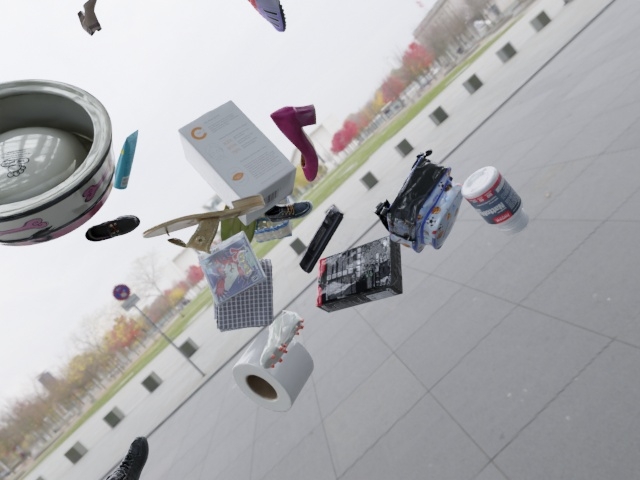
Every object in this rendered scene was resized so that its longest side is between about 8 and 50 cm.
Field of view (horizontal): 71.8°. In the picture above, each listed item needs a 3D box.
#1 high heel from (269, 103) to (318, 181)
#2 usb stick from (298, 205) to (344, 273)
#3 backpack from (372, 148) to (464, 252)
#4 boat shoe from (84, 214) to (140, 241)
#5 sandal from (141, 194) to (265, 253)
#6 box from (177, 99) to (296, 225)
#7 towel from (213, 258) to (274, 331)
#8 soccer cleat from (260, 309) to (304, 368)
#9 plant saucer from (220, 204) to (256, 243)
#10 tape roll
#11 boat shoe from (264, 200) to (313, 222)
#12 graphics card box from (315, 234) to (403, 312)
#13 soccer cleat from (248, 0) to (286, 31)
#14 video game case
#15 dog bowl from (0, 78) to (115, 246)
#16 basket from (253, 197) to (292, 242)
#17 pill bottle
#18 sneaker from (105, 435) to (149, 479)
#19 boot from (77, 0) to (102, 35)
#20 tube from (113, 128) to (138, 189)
[{"bbox_3d":[-0.068,-0.249,1.186,0.117,0.082,0.244,-13,-37,-11],"label":"high heel"},{"bbox_3d":[0.000,0.000,1.689,0.077,0.045,0.278,46,114,43],"label":"usb stick"},{"bbox_3d":[0.319,-0.092,1.376,0.276,0.213,0.263,-50,-19,-16],"label":"backpack"},{"bbox_3d":[-0.513,-0.028,1.093,0.133,0.049,0.042,-15,21,-2],"label":"boat shoe"},{"bbox_3d":[-0.214,-0.015,0.852,0.240,0.079,0.088,-20,-3,-12],"label":"sandal"},{"bbox_3d":[-0.275,-0.260,1.478,0.215,0.345,0.168,-38,-14,-22],"label":"box"},{"bbox_3d":[-0.304,0.216,1.759,0.235,0.284,0.121,-2,-2,-26],"label":"towel"},{"bbox_3d":[-0.113,0.259,1.165,0.196,0.076,0.068,-49,-28,-49],"label":"soccer cleat"},{"bbox_3d":[-0.295,-0.058,1.645,0.037,0.241,0.241,6,27,17],"label":"plant saucer"},{"bbox_3d":[-0.167,0.463,1.577,0.246,0.246,0.169,-37,10,45],"label":"tape roll"},{"bbox_3d":[-0.122,-0.114,1.695,0.183,0.065,0.083,-18,-15,11],"label":"boat shoe"},{"bbox_3d":[0.153,0.142,1.810,0.370,0.094,0.233,-22,49,34],"label":"graphics card box"},{"bbox_3d":[-0.218,-0.899,1.649,0.116,0.109,0.318,-32,-24,1],"label":"soccer cleat"},{"bbox_3d":[-0.299,0.090,1.479,0.183,0.201,0.023,-29,-26,-1],"label":"video game case"},{"bbox_3d":[-0.647,-0.164,0.967,0.408,0.408,0.150,-46,-19,-28],"label":"dog bowl"},{"bbox_3d":[-0.258,-0.126,2.037,0.254,0.201,0.289,-10,-31,6],"label":"basket"},{"bbox_3d":[0.473,-0.101,1.184,0.108,0.180,0.108,-42,20,19],"label":"pill bottle"},{"bbox_3d":[-0.470,0.561,1.054,0.089,0.051,0.170,47,-126,-71],"label":"sneaker"},{"bbox_3d":[-0.811,-0.794,1.575,0.118,0.087,0.042,-27,14,28],"label":"boot"},{"bbox_3d":[-0.634,-0.261,1.440,0.207,0.052,0.080,-58,16,31],"label":"tube"}]
